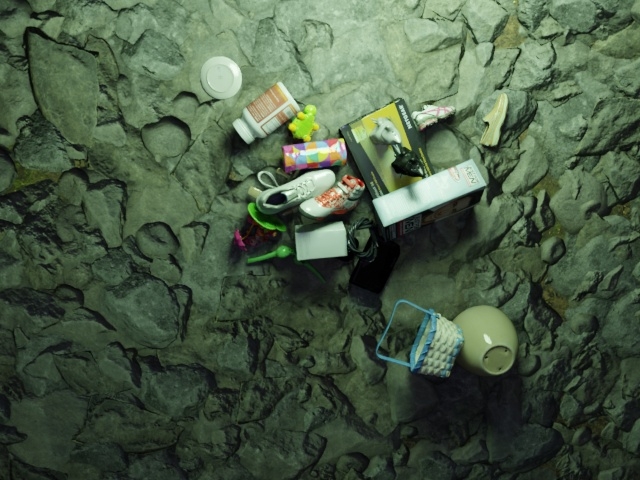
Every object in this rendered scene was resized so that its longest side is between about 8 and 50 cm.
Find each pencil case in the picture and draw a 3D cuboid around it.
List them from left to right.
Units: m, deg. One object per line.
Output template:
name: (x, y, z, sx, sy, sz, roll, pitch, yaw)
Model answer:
pencil case: (-0.019, -0.296, 1.852, 0.236, 0.104, 0.105, -6, 106, -7)

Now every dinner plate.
dinner plate: (-0.340, -0.554, 1.800, 0.141, 0.017, 0.141, -1, 105, -5)

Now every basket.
basket: (0.384, 0.387, 2.035, 0.288, 0.201, 0.255, 21, 107, -3)

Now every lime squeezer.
lime squeezer: (-0.112, 0.081, 1.980, 0.310, 0.059, 0.110, 16, 104, -10)

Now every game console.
game console: (0.109, 0.050, 1.996, 0.361, 0.044, 0.213, 22, 103, -10)

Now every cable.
cable: (0.158, -0.008, 1.889, 0.184, 0.047, 0.151, 32, 75, -45)

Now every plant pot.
plant pot: (0.659, 0.422, 2.072, 0.283, 0.191, 0.284, -1, 105, -4)

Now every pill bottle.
pill bottle: (-0.187, -0.428, 1.794, 0.216, 0.121, 0.121, -35, 106, 6)

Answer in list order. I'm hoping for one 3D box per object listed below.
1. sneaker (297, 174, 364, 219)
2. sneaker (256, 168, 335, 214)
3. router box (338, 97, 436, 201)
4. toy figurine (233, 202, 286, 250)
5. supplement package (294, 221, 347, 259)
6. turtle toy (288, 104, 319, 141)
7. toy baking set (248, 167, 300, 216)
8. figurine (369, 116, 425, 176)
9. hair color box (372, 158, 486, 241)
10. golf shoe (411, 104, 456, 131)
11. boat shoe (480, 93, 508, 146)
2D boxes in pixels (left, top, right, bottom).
sneaker: (0.043, -0.157, 1.830, 0.270, 0.090, 0.145, -10, 137, -46)
sneaker: (-0.080, -0.165, 1.844, 0.297, 0.129, 0.111, -26, 98, -4)
router box: (0.239, -0.315, 1.882, 0.242, 0.081, 0.309, -27, 106, 3)
toy figurine: (-0.239, -0.028, 1.928, 0.173, 0.130, 0.159, 26, 118, -36)
supplement package: (0.000, 0.000, 1.896, 0.179, 0.105, 0.105, -5, 107, -2)
turtle toy: (-0.057, -0.411, 1.837, 0.095, 0.066, 0.130, 32, 99, -36)
toy baking set: (-0.122, -0.192, 1.917, 0.256, 0.030, 0.197, -32, 100, -2)
figurine: (0.256, -0.302, 1.735, 0.092, 0.209, 0.215, -39, 105, 6)
hair color box: (0.382, -0.136, 1.880, 0.374, 0.185, 0.114, -23, 71, 2)
golf shoe: (0.400, -0.446, 1.843, 0.186, 0.067, 0.086, -25, 79, -32)
boat shoe: (0.618, -0.433, 1.892, 0.072, 0.068, 0.190, 11, 105, 4)
